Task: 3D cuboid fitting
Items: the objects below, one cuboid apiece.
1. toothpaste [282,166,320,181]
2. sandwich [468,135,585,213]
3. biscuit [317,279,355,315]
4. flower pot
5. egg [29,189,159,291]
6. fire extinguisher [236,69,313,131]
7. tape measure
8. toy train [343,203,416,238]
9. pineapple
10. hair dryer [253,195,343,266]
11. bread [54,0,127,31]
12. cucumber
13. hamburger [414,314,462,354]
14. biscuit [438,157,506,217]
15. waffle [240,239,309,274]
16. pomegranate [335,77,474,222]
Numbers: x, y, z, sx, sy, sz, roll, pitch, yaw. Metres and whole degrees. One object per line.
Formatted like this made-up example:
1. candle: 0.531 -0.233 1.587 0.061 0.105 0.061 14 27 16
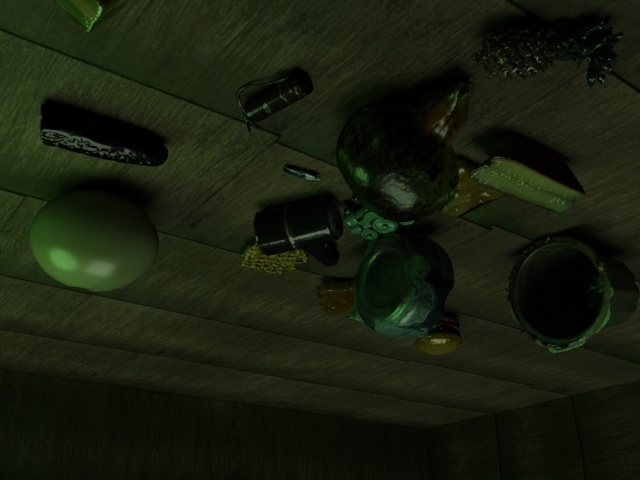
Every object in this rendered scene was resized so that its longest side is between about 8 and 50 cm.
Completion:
1. toothpaste: -0.038 -0.138 1.441 0.083 0.019 0.027 14 168 -20
2. sandwich: 0.405 -0.136 1.370 0.258 0.096 0.094 18 142 -30
3. biscuit: 0.074 0.165 2.046 0.212 0.041 0.238 4 155 -23
4. flower pot: 0.660 0.135 1.776 0.259 0.290 0.290 5 157 -41
5. egg: -0.483 0.001 1.489 0.269 0.219 0.219 16 154 5
6. fire extinguisher: -0.089 -0.246 1.194 0.157 0.045 0.078 -20 120 37
7. tape measure: 0.197 0.106 1.686 0.147 0.256 0.275 16 176 -34
8. toy train: 0.132 -0.062 1.545 0.178 0.071 0.105 -24 138 37
9. pineapple: 0.342 -0.284 1.063 0.221 0.103 0.083 -3 -172 2
10. hair dryer: 0.000 0.000 1.664 0.189 0.107 0.352 -12 160 19
11. bread: -0.336 -0.371 0.957 0.139 0.084 0.074 43 140 -12
12. cucumber: -0.394 -0.183 1.277 0.241 0.074 0.074 13 151 -28
13. hamburger: 0.379 0.305 2.255 0.162 0.115 0.162 -1 152 -1
14. biscuit: 0.295 -0.109 1.487 0.183 0.039 0.174 22 149 -37
15. waffle: -0.119 0.039 1.783 0.191 0.038 0.191 0 154 0
16. pomegranate: 0.153 -0.171 1.226 0.222 0.276 0.204 17 -171 -41
